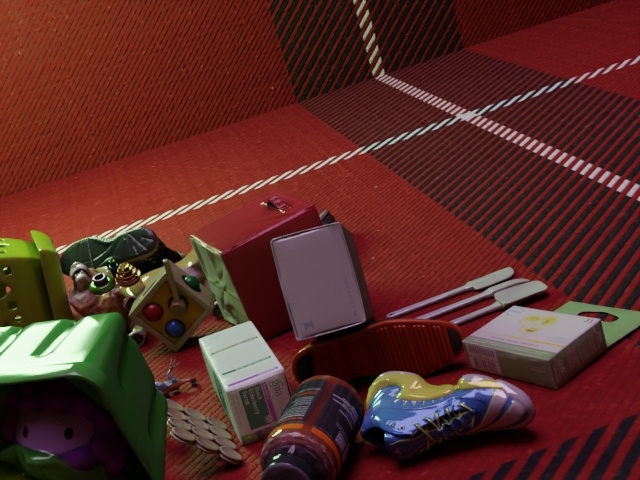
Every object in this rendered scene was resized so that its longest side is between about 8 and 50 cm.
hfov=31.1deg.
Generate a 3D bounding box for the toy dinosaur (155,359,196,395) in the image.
[{"bbox_3d":[-0.248,0.246,1.903,0.082,0.047,0.090,-3,54,11],"label":"toy dinosaur"}]

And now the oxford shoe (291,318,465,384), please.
[{"bbox_3d":[0.092,0.158,1.752,0.271,0.097,0.098,-10,13,19],"label":"oxford shoe"}]

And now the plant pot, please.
[{"bbox_3d":[-0.625,0.106,2.332,0.207,0.227,0.228,-14,16,-16],"label":"plant pot"}]

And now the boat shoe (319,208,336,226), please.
[{"bbox_3d":[0.000,0.000,2.343,0.081,0.069,0.228,-53,1,21],"label":"boat shoe"}]

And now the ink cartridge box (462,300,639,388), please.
[{"bbox_3d":[0.349,0.128,1.680,0.235,0.056,0.171,-30,22,-32],"label":"ink cartridge box"}]

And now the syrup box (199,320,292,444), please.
[{"bbox_3d":[-0.113,0.213,1.759,0.096,0.093,0.237,-19,18,-9],"label":"syrup box"}]

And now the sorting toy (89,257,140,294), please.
[{"bbox_3d":[-0.387,0.063,2.141,0.102,0.042,0.061,-13,34,3],"label":"sorting toy"}]

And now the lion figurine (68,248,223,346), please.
[{"bbox_3d":[-0.297,0.086,2.251,0.392,0.142,0.240,-14,19,-12],"label":"lion figurine"}]

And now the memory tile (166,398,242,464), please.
[{"bbox_3d":[-0.174,0.274,1.651,0.012,0.113,0.148,-62,20,6],"label":"memory tile"}]

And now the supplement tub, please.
[{"bbox_3d":[-0.015,0.265,1.499,0.106,0.106,0.198,-9,20,22],"label":"supplement tub"}]

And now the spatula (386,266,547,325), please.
[{"bbox_3d":[0.239,0.102,1.906,0.242,0.019,0.168,-19,19,-10],"label":"spatula"}]

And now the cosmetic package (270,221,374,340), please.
[{"bbox_3d":[0.009,0.066,1.824,0.113,0.160,0.309,-15,-3,3],"label":"cosmetic package"}]

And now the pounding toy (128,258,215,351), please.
[{"bbox_3d":[-0.265,0.106,2.060,0.141,0.130,0.100,-49,13,13],"label":"pounding toy"}]

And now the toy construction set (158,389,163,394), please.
[{"bbox_3d":[-0.315,0.305,1.613,0.215,0.151,0.327,6,22,-14],"label":"toy construction set"}]

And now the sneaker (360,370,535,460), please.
[{"bbox_3d":[0.156,0.242,1.494,0.240,0.091,0.126,-1,42,37],"label":"sneaker"}]

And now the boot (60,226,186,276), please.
[{"bbox_3d":[-0.407,0.050,2.413,0.236,0.085,0.178,-14,-24,21],"label":"boot"}]

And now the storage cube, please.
[{"bbox_3d":[-0.096,0.042,2.073,0.193,0.215,0.184,-29,21,-17],"label":"storage cube"}]

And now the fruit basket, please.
[{"bbox_3d":[-0.381,0.291,1.372,0.392,0.283,0.392,-15,33,10],"label":"fruit basket"}]
